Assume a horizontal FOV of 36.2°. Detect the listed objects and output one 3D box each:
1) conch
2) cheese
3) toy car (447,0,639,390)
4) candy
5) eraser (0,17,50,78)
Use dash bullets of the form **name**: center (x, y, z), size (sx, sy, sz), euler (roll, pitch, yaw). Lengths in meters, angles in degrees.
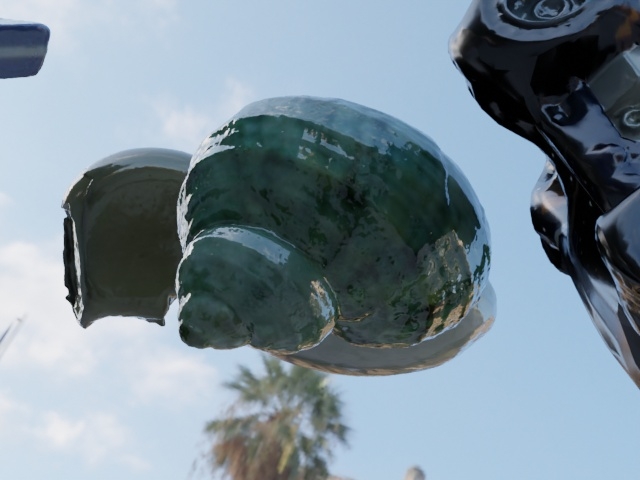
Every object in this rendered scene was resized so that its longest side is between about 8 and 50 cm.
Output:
- **conch**: center (0.003, -0.001, 0.565), size (0.188, 0.122, 0.176), euler (-25, -71, -2)
- **cheese**: center (-0.148, -0.003, 0.941), size (0.203, 0.175, 0.091), euler (0, -2, -8)
- **toy car**: center (0.165, -0.001, 0.441), size (0.118, 0.301, 0.193), euler (-25, -44, 3)
- **candy**: center (0.006, 0.056, 1.187), size (0.427, 0.186, 0.386), euler (2, -24, 37)
- **eraser**: center (-0.270, -0.136, 0.669), size (0.225, 0.082, 0.036), euler (17, -69, 45)
